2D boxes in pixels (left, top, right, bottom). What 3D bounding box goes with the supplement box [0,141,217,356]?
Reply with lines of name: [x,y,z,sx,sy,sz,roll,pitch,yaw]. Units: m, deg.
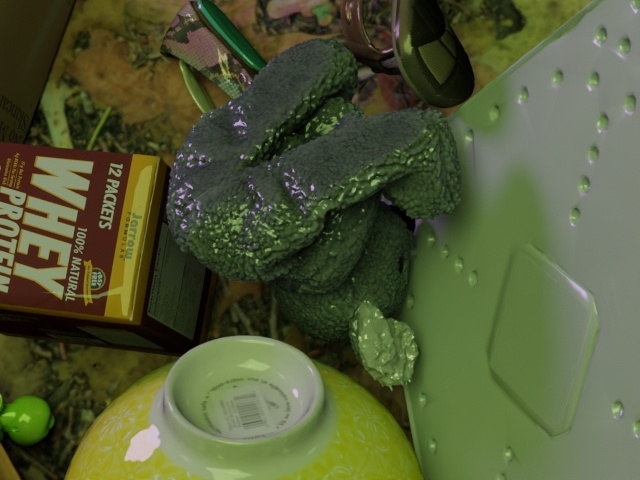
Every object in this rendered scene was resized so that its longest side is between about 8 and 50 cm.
supplement box: [-0.202,0.009,1.254,0.191,0.194,0.129,6,78,13]

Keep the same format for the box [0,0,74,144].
box: [-0.331,-0.133,1.343,0.121,0.148,0.311,15,82,14]

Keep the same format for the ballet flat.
ballet flat: [-0.057,-0.120,1.325,0.221,0.077,0.079,43,107,22]

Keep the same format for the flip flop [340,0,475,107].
flip flop: [0.055,-0.182,1.239,0.080,0.112,0.277,-30,35,9]

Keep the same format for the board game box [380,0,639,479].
board game box: [0.174,0.069,1.087,0.050,0.390,0.390,-1,71,-27]

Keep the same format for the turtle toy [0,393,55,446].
turtle toy: [-0.292,0.160,1.304,0.130,0.066,0.095,-17,48,8]

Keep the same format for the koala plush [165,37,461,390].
koala plush: [0.000,0.000,1.187,0.203,0.221,0.196,-35,45,-12]

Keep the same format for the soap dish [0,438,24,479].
soap dish: [-0.336,0.283,1.220,0.290,0.118,0.229,-24,106,5]

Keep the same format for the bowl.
bowl: [-0.056,0.165,1.130,0.289,0.156,0.289,1,38,-1]
